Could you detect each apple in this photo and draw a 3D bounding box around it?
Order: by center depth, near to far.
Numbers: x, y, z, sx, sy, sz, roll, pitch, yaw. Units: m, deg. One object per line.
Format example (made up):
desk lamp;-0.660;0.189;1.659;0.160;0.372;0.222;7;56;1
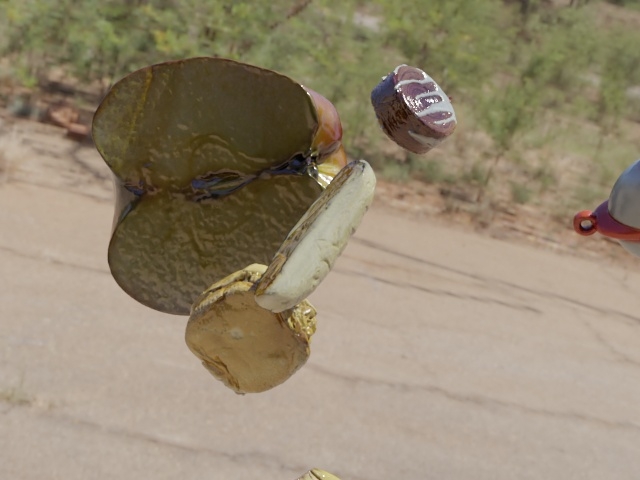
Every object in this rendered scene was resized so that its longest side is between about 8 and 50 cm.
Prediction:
apple;-0.140;-0.079;1.529;0.365;0.329;0.295;-11;45;14

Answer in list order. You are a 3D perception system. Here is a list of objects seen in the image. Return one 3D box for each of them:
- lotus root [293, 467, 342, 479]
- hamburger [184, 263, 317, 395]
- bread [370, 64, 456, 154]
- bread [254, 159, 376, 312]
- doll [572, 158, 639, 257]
lotus root;-0.011;0.480;1.941;0.135;0.095;0.159;48;47;-1
hamburger;-0.078;0.104;1.241;0.138;0.147;0.083;50;23;-16
bread;0.162;-0.228;1.878;0.160;0.073;0.160;28;39;-26
bread;0.000;-0.001;1.148;0.053;0.214;0.073;47;-32;-21
doll;0.439;-0.044;1.156;0.336;0.200;0.105;-8;40;16
